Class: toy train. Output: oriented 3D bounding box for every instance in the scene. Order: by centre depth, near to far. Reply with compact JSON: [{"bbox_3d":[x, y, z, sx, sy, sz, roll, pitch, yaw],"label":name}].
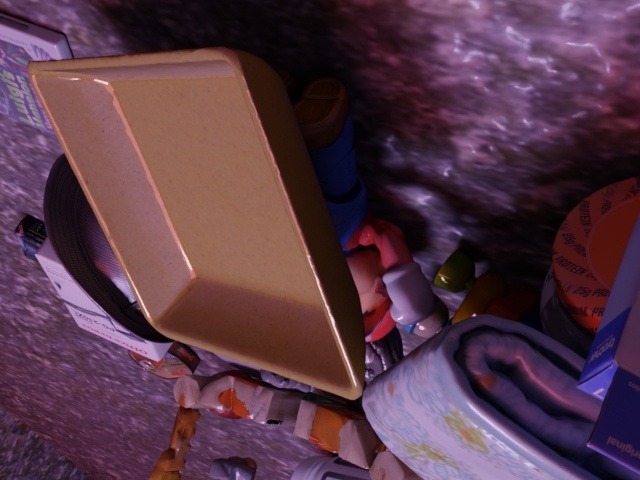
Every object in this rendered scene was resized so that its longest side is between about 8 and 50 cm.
[{"bbox_3d":[0.185,0.058,0.904,0.143,0.105,0.248,40,135,18],"label":"toy train"}]

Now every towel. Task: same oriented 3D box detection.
[{"bbox_3d":[0.215,0.222,0.735,0.374,0.090,0.320,37,158,4],"label":"towel"}]

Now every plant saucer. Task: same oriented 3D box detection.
[{"bbox_3d":[-0.103,-0.035,0.809,0.333,0.081,0.332,9,128,44],"label":"plant saucer"}]

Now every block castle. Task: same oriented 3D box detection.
[{"bbox_3d":[-0.044,0.393,1.351,0.453,0.302,0.213,14,176,30],"label":"block castle"}]

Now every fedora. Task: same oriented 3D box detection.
[{"bbox_3d":[-0.190,-0.009,1.034,0.124,0.243,0.275,-22,129,20],"label":"fedora"}]

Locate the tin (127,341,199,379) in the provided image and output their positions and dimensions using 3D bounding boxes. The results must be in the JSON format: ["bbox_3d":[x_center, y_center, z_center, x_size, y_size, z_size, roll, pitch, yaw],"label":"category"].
[{"bbox_3d":[-0.307,0.229,1.670,0.106,0.040,0.190,46,148,-20],"label":"tin"}]

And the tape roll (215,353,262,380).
[{"bbox_3d":[-0.094,0.133,1.281,0.219,0.072,0.219,23,152,13],"label":"tape roll"}]

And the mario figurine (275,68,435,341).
[{"bbox_3d":[0.000,0.000,0.864,0.198,0.170,0.320,-116,2,-52],"label":"mario figurine"}]

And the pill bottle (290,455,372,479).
[{"bbox_3d":[0.084,0.495,1.609,0.283,0.161,0.161,-2,138,45],"label":"pill bottle"}]

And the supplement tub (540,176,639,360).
[{"bbox_3d":[0.302,0.102,0.744,0.194,0.193,0.316,9,145,33],"label":"supplement tub"}]

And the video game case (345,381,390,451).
[{"bbox_3d":[0.138,0.297,1.384,0.204,0.025,0.285,25,151,9],"label":"video game case"}]

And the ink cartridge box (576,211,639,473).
[{"bbox_3d":[0.285,0.043,0.539,0.186,0.311,0.065,29,150,3],"label":"ink cartridge box"}]

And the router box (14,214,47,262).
[{"bbox_3d":[-0.454,0.016,1.456,0.123,0.038,0.092,25,152,7],"label":"router box"}]

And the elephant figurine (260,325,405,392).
[{"bbox_3d":[0.035,0.112,1.051,0.186,0.169,0.239,24,162,-31],"label":"elephant figurine"}]

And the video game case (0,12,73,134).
[{"bbox_3d":[-0.363,-0.200,1.042,0.173,0.022,0.190,22,151,15],"label":"video game case"}]

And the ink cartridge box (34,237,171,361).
[{"bbox_3d":[-0.329,0.078,1.377,0.172,0.100,0.237,21,150,17],"label":"ink cartridge box"}]
